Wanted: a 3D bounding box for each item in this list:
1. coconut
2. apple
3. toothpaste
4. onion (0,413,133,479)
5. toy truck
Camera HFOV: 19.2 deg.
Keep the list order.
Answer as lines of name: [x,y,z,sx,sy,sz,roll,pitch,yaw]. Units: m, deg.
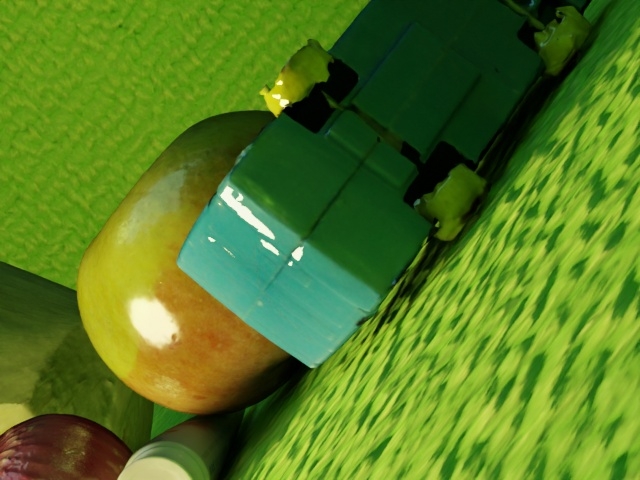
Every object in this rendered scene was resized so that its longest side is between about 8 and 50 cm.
coconut: [-0.350,0.201,1.956,0.415,0.344,0.415,-32,14,9]
apple: [-0.064,0.011,1.475,0.261,0.194,0.261,-51,1,1]
toothpaste: [-0.103,0.171,1.466,0.100,0.066,0.323,-45,-1,4]
onion: [-0.230,0.243,1.486,0.207,0.200,0.200,-20,5,0]
toy truck: [0.057,-0.096,1.340,0.385,0.161,0.162,-54,2,-37]
